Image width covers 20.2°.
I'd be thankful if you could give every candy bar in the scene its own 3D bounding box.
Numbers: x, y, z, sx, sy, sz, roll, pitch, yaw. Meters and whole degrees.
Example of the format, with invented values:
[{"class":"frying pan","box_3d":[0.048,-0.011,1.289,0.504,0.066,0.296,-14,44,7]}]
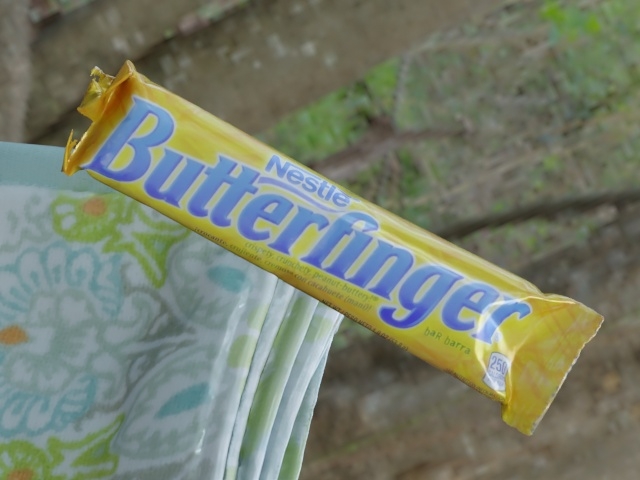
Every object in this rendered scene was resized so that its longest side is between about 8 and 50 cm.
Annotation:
[{"class":"candy bar","box_3d":[0.000,0.000,0.511,0.161,0.040,0.018,29,4,2]}]

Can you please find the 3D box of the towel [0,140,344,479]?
[{"class":"towel","box_3d":[-0.180,0.103,0.920,0.090,0.374,0.320,51,49,-54]}]
